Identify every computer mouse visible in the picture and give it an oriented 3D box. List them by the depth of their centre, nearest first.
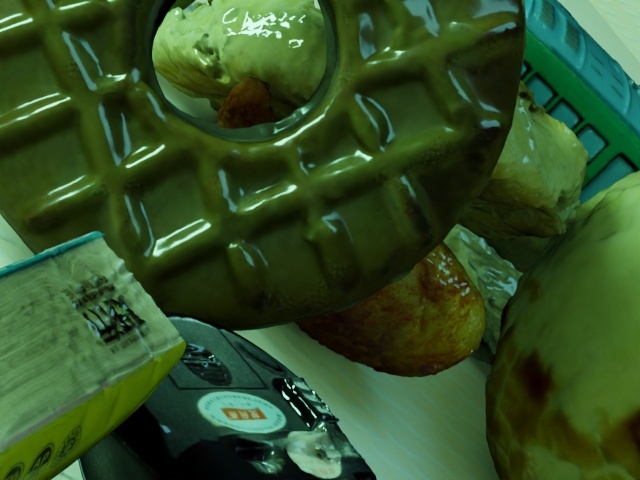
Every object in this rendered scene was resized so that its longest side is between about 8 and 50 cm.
[{"bbox_3d":[-0.044,0.131,0.730,0.137,0.096,0.233,3,35,-41],"label":"computer mouse"}]

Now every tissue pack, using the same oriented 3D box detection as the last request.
[{"bbox_3d":[-0.144,0.072,0.619,0.082,0.120,0.169,52,21,3],"label":"tissue pack"}]

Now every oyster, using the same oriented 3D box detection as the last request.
[{"bbox_3d":[0.142,0.033,1.289,0.133,0.072,0.209,33,26,-43],"label":"oyster"}]

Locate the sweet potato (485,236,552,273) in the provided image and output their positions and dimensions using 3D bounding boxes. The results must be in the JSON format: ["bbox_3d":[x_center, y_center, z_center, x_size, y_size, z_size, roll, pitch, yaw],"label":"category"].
[{"bbox_3d":[0.182,-0.008,1.390,0.286,0.085,0.112,54,27,-5],"label":"sweet potato"}]

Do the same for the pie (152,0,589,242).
[{"bbox_3d":[0.037,-0.088,1.055,0.339,0.083,0.339,23,-4,2],"label":"pie"}]

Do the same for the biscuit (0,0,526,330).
[{"bbox_3d":[-0.047,-0.108,0.839,0.332,0.332,0.103,50,-3,-3],"label":"biscuit"}]

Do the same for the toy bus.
[{"bbox_3d":[0.181,-0.152,1.484,0.343,0.199,0.183,39,26,-23],"label":"toy bus"}]

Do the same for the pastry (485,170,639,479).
[{"bbox_3d":[0.294,0.136,1.102,0.388,0.312,0.388,56,17,-27],"label":"pastry"}]

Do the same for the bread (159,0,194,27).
[{"bbox_3d":[-0.111,-0.286,1.086,0.110,0.234,0.184,18,40,-58],"label":"bread"}]

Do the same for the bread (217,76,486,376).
[{"bbox_3d":[-0.003,0.004,0.983,0.269,0.139,0.095,37,53,-26],"label":"bread"}]
